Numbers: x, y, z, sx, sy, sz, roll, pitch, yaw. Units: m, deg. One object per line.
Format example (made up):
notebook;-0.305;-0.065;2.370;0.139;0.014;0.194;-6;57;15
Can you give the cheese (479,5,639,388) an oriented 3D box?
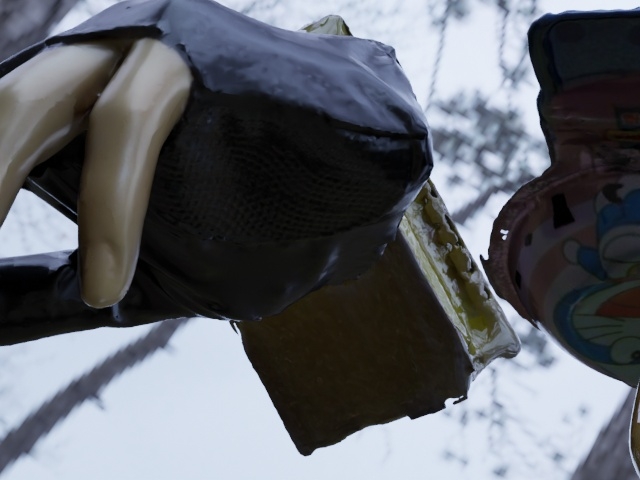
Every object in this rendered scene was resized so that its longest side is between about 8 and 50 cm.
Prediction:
cheese;0.164;-0.009;0.860;0.189;0.074;0.286;0;-38;16

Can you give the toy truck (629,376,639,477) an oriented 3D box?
toy truck;0.263;0.071;0.717;0.204;0.288;0.212;-14;-62;41

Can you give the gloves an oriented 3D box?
gloves;-0.105;-0.017;0.809;0.152;0.301;0.197;58;-33;21

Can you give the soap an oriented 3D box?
soap;0.001;0.000;1.039;0.135;0.076;0.233;-24;-79;32
